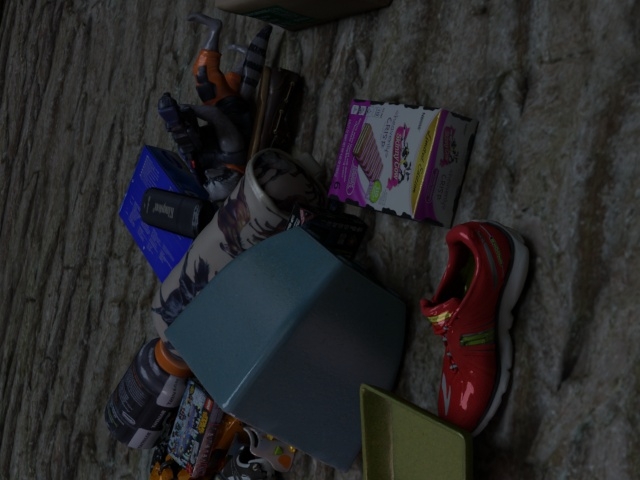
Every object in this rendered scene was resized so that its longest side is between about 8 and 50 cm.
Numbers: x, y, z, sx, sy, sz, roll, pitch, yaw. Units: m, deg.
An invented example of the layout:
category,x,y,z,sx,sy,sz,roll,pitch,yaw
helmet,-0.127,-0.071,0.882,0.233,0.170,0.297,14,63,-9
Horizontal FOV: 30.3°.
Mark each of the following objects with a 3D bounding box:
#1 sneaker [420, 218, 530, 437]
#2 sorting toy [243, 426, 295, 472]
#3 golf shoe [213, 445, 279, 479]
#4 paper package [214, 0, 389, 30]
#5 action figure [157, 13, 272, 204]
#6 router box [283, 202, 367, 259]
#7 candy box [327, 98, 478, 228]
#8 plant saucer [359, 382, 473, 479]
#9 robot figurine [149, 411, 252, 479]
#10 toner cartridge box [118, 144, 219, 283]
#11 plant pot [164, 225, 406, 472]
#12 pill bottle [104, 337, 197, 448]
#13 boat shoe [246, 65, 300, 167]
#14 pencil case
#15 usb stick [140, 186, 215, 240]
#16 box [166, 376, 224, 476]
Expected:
category,x,y,z,sx,sy,sz,roll,pitch,yaw
sneaker,0.173,0.109,1.489,0.107,0.118,0.279,9,90,58
sorting toy,-0.084,0.316,1.862,0.045,0.075,0.083,-56,38,31
golf shoe,-0.095,0.391,1.853,0.198,0.077,0.094,30,93,47
paper package,-0.012,-0.523,1.960,0.324,0.168,0.310,4,82,57
action figure,-0.173,-0.228,2.079,0.341,0.178,0.330,57,-149,-79
router box,0.000,0.000,1.797,0.038,0.122,0.092,45,117,49
candy box,0.113,-0.115,1.711,0.233,0.071,0.159,16,92,57
plant saucer,0.131,0.286,1.499,0.188,0.045,0.189,22,123,46
robot figurine,-0.202,0.359,2.022,0.291,0.085,0.211,-59,36,26
toner cartridge box,-0.288,-0.040,2.306,0.165,0.075,0.348,-65,35,17
plant pot,-0.026,0.130,1.694,0.252,0.247,0.248,-55,35,3
pill bottle,-0.291,0.262,2.133,0.246,0.130,0.130,-55,38,41
boat shoe,-0.081,-0.198,2.039,0.073,0.073,0.207,171,110,-79
pencil case,-0.137,0.032,1.968,0.160,0.183,0.410,48,127,14
usb stick,-0.261,-0.049,2.141,0.278,0.045,0.077,15,105,60
box,-0.204,0.306,1.940,0.094,0.027,0.137,29,105,50
